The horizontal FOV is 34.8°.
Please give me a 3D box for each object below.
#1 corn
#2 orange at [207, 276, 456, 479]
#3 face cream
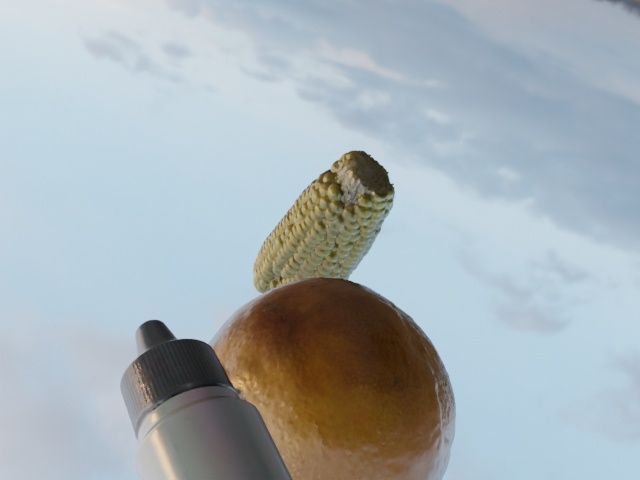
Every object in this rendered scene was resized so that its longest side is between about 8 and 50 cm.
[{"bbox_3d":[0.000,0.000,1.386,0.130,0.347,0.130,12,-125,-17],"label":"corn"},{"bbox_3d":[-0.001,0.165,0.968,0.261,0.261,0.261,18,-162,-6],"label":"orange"},{"bbox_3d":[-0.057,0.168,0.641,0.092,0.092,0.311,5,-138,-40],"label":"face cream"}]
